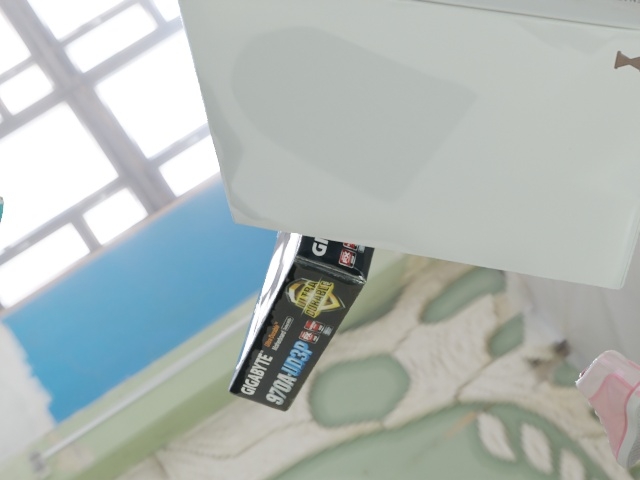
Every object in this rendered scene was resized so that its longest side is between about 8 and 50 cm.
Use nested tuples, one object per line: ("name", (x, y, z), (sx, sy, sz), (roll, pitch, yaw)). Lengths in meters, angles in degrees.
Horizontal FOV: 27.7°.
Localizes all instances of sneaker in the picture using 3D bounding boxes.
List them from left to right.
("sneaker", (0.262, 0.144, 1.140), (0.070, 0.051, 0.134), (39, -22, 32))

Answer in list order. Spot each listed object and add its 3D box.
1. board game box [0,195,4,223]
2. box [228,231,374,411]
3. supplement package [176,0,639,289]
("board game box", (-0.355, -0.040, 0.577), (0.336, 0.079, 0.254), (23, 13, 26))
("box", (0.000, 0.000, 0.915), (0.051, 0.175, 0.220), (19, -32, -5))
("supplement package", (0.073, -0.150, 0.606), (0.198, 0.262, 0.199), (10, -28, 10))
